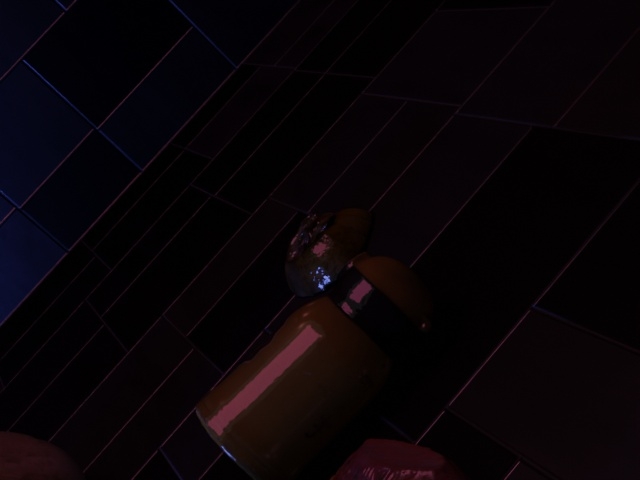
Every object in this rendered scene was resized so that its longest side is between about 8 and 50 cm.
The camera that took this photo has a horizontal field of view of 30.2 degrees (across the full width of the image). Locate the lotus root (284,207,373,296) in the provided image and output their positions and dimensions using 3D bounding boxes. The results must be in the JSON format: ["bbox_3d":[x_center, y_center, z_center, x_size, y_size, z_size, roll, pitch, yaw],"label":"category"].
[{"bbox_3d":[-0.001,0.003,2.063,0.183,0.078,0.203,-33,23,28],"label":"lotus root"}]

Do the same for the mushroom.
[{"bbox_3d":[-0.550,0.488,2.035,0.292,0.293,0.290,-100,25,-64],"label":"mushroom"}]

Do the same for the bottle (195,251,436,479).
[{"bbox_3d":[0.007,0.169,1.636,0.351,0.171,0.171,-45,21,-3],"label":"bottle"}]

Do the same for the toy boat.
[{"bbox_3d":[0.096,0.287,1.363,0.141,0.099,0.318,-9,8,-24],"label":"toy boat"}]
